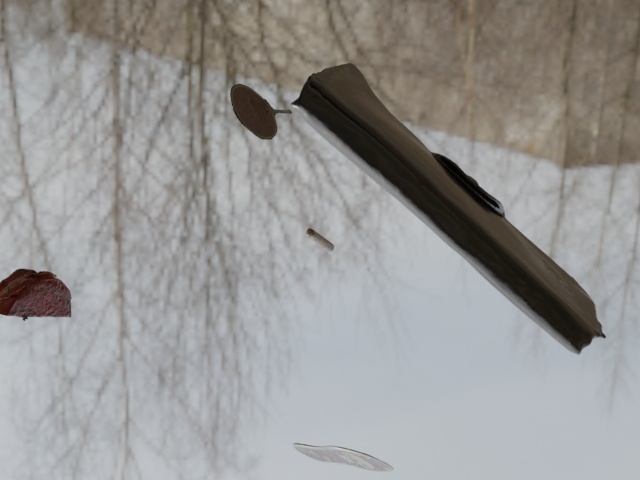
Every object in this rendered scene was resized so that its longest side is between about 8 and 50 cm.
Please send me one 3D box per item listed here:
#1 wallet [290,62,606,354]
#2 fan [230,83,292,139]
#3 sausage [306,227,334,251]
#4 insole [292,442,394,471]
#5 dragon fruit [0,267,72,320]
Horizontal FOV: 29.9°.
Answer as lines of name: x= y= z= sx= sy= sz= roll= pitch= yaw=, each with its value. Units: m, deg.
wallet: x=0.135 y=-0.034 z=1.204 sx=0.377 sy=0.051 sz=0.197 roll=43 pitch=-163 yaw=2
fan: x=-0.073 y=-0.167 z=1.555 sx=0.005 sy=0.085 sz=0.133 roll=-34 pitch=167 yaw=30
sausage: x=0.000 y=0.000 z=1.854 sx=0.015 sy=0.015 sz=0.100 roll=11 pitch=168 yaw=27
insole: x=0.024 y=0.269 z=1.489 sx=0.065 sy=0.004 sz=0.197 roll=35 pitch=158 yaw=-26
dragon fruit: x=-0.494 y=0.080 z=2.000 sx=0.106 sy=0.083 sz=0.162 roll=19 pitch=-170 yaw=30
